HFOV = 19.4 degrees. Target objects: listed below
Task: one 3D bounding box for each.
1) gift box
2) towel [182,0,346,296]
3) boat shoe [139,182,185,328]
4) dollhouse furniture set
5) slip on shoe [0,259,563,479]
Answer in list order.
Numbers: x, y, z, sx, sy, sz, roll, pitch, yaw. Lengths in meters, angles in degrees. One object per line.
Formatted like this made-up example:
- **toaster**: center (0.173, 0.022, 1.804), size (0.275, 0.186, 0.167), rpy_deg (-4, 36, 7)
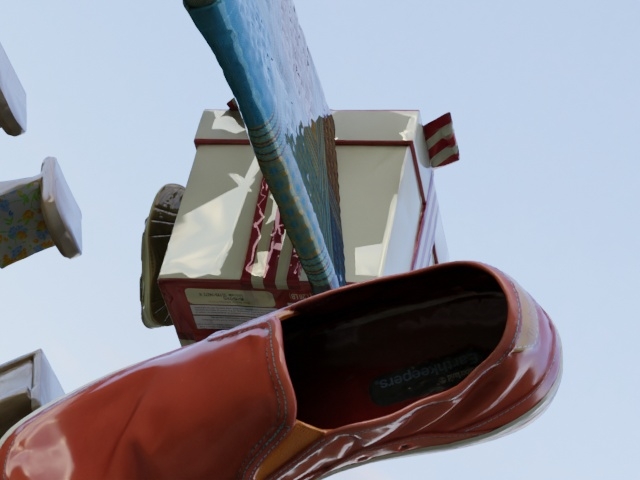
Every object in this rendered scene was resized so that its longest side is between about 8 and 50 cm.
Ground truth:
- **gift box**: center (0.000, 0.000, 1.834), size (0.255, 0.258, 0.276), rpy_deg (4, -41, 11)
- **towel**: center (-0.044, -0.144, 1.574), size (0.040, 0.271, 0.370), rpy_deg (-12, -47, 9)
- **boat shoe**: center (-0.165, 0.016, 1.969), size (0.056, 0.153, 0.048), rpy_deg (6, -11, -29)
- **dollhouse furniture set**: center (-0.387, 0.077, 1.741), size (0.256, 0.362, 0.394), rpy_deg (-111, 177, -67)
- **slip on shoe**: center (-0.031, 0.087, 1.025), size (0.101, 0.331, 0.123), rpy_deg (69, 5, -58)
